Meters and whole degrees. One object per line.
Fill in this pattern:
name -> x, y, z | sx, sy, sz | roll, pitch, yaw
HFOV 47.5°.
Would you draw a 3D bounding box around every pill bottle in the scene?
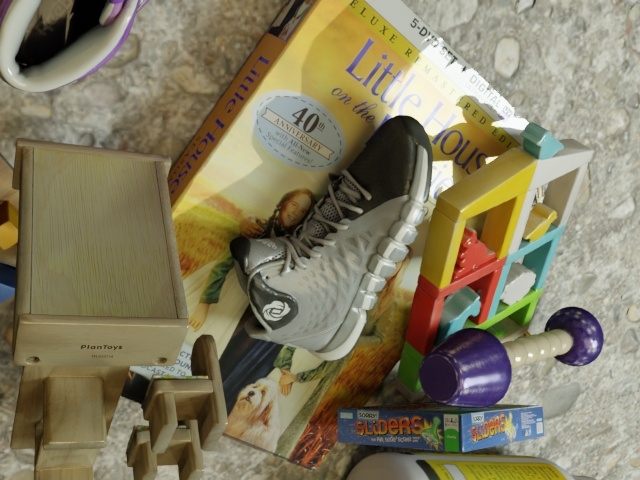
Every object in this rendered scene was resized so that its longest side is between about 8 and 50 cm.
pill bottle -> 0.200, 0.350, 0.860 | 0.333, 0.188, 0.188 | 10, 108, -27

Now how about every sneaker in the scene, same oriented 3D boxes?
sneaker -> -0.118, -0.210, 0.486 | 0.102, 0.161, 0.282 | 35, 95, -30
sneaker -> -0.003, -0.005, 0.599 | 0.132, 0.086, 0.229 | 12, 109, -26

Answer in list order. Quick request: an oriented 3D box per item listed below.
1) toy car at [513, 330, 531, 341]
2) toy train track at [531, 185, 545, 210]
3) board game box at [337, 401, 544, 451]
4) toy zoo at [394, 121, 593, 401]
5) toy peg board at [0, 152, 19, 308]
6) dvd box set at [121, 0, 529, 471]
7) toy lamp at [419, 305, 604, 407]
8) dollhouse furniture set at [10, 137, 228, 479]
toy car -> 0.191, 0.134, 0.845 | 0.122, 0.040, 0.060 | -44, 122, 0
toy train track -> 0.237, -0.054, 0.798 | 0.048, 0.014, 0.083 | -18, 113, -7
board game box -> 0.129, 0.189, 0.751 | 0.201, 0.136, 0.035 | 14, 73, -53
toy zoo -> 0.172, 0.015, 0.719 | 0.192, 0.030, 0.293 | -23, 136, -31
toy peg board -> -0.295, 0.008, 0.552 | 0.161, 0.079, 0.161 | -35, 121, -5
dvd box set -> 0.000, 0.000, 0.688 | 0.307, 0.062, 0.420 | 33, 97, -32
toy lamp -> 0.202, 0.118, 0.749 | 0.274, 0.080, 0.080 | -4, 115, -44
dollhouse furniture set -> -0.183, 0.072, 0.547 | 0.212, 0.161, 0.242 | 5, 135, -25
